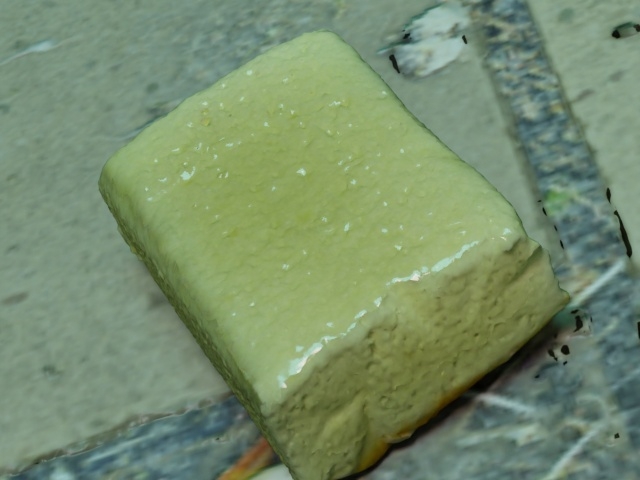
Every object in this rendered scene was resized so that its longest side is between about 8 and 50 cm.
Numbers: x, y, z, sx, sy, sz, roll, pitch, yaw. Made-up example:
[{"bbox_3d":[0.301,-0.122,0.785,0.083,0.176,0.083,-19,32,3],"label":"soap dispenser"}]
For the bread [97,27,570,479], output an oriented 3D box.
[{"bbox_3d":[0.000,-0.001,0.774,0.125,0.068,0.188,-32,41,-8],"label":"bread"}]
